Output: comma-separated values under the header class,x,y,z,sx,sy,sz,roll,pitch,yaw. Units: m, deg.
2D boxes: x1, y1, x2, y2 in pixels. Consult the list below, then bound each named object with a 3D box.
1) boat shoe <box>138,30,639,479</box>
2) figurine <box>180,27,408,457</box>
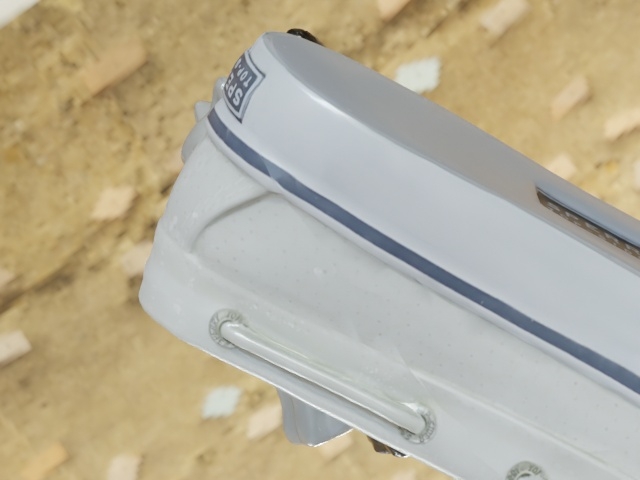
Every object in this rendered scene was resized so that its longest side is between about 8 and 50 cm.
class,x,y,z,sx,sy,sz,roll,pitch,yaw
boat shoe,0.099,0.085,0.595,0.367,0.136,0.156,30,-74,-7
figurine,0.000,0.000,0.911,0.092,0.209,0.215,-28,5,-20
